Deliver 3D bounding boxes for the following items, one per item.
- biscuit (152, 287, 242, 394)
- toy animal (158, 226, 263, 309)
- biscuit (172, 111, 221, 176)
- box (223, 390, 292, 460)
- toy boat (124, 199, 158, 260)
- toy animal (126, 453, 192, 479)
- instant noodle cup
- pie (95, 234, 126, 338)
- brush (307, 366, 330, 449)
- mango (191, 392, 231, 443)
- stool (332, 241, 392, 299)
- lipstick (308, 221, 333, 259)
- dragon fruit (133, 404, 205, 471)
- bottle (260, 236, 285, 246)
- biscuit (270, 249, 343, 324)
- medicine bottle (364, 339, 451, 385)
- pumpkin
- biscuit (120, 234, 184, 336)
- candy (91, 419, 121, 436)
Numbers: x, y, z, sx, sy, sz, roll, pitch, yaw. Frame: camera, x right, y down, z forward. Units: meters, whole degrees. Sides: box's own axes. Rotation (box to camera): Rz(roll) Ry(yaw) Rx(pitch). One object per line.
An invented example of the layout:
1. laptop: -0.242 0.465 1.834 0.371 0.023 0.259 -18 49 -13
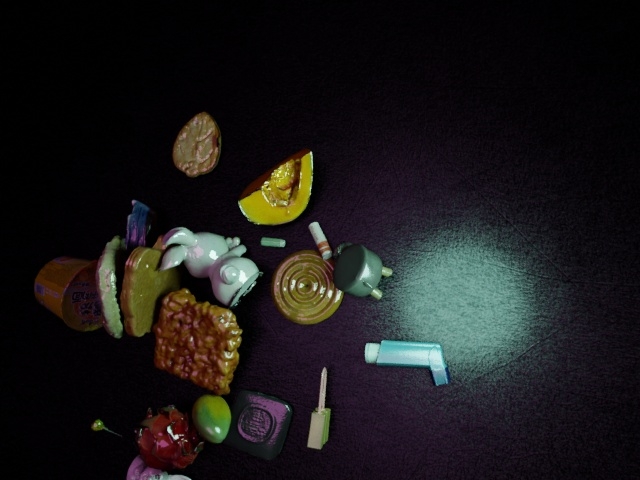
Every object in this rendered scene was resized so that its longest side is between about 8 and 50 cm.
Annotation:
1. biscuit: -0.414 0.339 1.492 0.312 0.110 0.317 17 102 17
2. toy animal: -0.366 0.077 1.495 0.310 0.247 0.182 39 104 5
3. biscuit: -0.465 -0.367 1.697 0.203 0.041 0.259 6 81 18
4. box: -0.210 0.607 1.460 0.213 0.042 0.200 14 82 17
5. toy boat: -0.686 0.003 1.637 0.143 0.129 0.308 3 87 0
6. toy animal: -0.533 0.805 1.469 0.221 0.130 0.103 20 72 14
7. instant noodle cup: -0.875 0.179 1.607 0.200 0.264 0.264 13 84 25
8. pie: -0.682 0.150 1.459 0.077 0.339 0.338 2 79 -20
9. brush: 0.005 0.518 1.391 0.047 0.103 0.233 5 81 13
10. mango: -0.349 0.571 1.433 0.091 0.130 0.195 -57 35 7
11. stool: 0.128 0.085 1.408 0.153 0.139 0.227 -39 39 32
12. lipstick: 0.000 0.000 1.500 0.038 0.038 0.130 -30 63 8
13. dragon fruit: -0.504 0.648 1.453 0.274 0.192 0.192 -5 58 13
14. bottle: -0.167 0.006 1.559 0.084 0.030 0.030 5 82 14
15. biscuit: -0.049 0.156 1.500 0.262 0.037 0.261 -2 80 13
16. medicine bottle: 0.267 0.369 1.360 0.259 0.079 0.124 2 81 15
17. pumpkin: -0.121 -0.177 1.550 0.312 0.148 0.169 -33 115 11
18. biscuit: -0.558 0.139 1.483 0.057 0.312 0.351 15 128 9
19. candy: -0.770 0.683 1.599 0.123 0.035 0.035 21 89 9
